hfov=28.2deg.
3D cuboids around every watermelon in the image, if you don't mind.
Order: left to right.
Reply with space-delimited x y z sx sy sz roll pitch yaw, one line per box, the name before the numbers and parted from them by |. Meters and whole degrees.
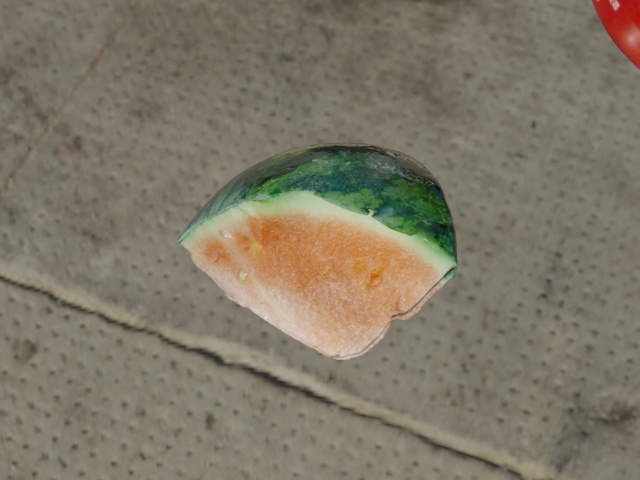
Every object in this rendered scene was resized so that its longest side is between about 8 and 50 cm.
watermelon | -0.027 -0.020 1.513 0.222 0.292 0.319 13 45 -28

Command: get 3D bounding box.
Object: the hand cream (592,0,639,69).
hand cream | 0.296 -0.200 0.901 0.193 0.125 0.193 10 60 -17
